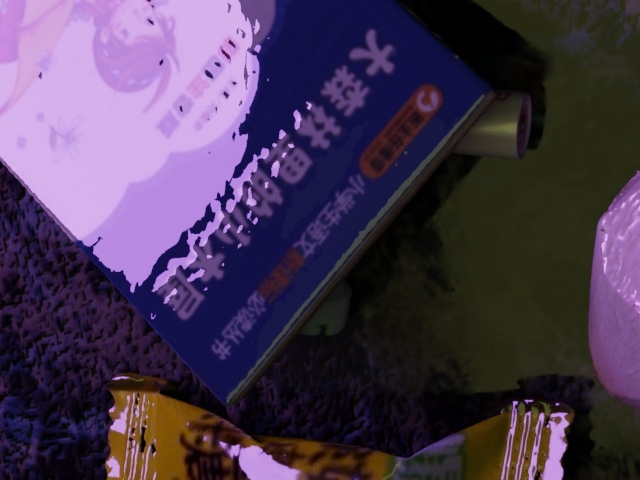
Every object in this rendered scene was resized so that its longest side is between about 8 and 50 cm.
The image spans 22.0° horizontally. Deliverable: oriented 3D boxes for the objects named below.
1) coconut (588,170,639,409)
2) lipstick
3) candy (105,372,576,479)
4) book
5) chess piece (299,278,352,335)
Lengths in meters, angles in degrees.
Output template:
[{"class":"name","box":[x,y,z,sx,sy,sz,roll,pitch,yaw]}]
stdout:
[{"class":"coconut","box":[0.210,0.017,0.808,0.183,0.171,0.171,-30,90,20]},{"class":"lipstick","box":[0.049,-0.070,0.910,0.130,0.038,0.038,7,103,18]},{"class":"candy","box":[-0.006,0.172,0.949,0.297,0.081,0.187,2,78,27]},{"class":"book","box":[-0.084,-0.100,0.915,0.322,0.018,0.228,45,106,20]},{"class":"chess piece","box":[0.000,0.000,0.933,0.067,0.067,0.103,12,113,17]}]
